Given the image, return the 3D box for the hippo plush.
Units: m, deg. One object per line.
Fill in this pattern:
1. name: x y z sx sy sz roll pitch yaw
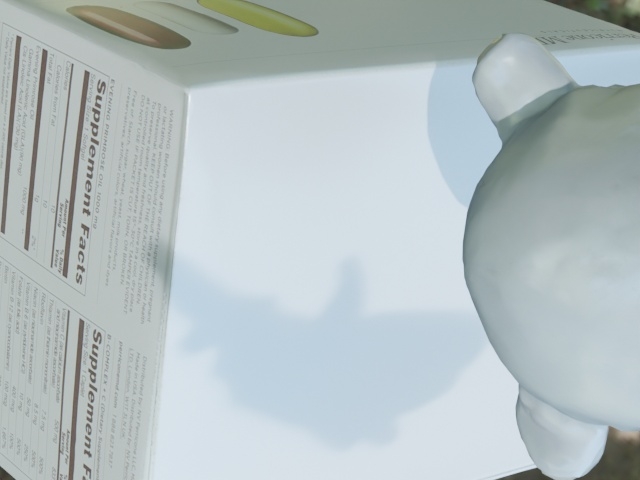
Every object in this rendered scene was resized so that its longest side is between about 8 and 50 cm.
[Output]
1. hippo plush: 0.157 0.031 0.535 0.294 0.236 0.234 -7 86 -38

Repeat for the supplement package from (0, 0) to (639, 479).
1. supplement package: 0.000 0.000 0.771 0.261 0.145 0.204 -9 116 -38
